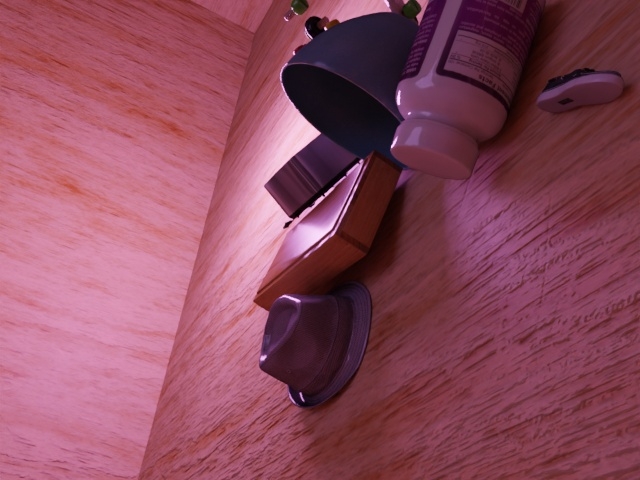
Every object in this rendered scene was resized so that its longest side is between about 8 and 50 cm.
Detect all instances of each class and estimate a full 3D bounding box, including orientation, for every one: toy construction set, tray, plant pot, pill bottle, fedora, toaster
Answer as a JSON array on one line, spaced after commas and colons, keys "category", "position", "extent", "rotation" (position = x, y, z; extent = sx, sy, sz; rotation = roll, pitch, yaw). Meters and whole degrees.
[{"category": "toy construction set", "position": [0.105, -0.390, 1.412], "extent": [0.237, 0.257, 0.309], "rotation": [-29, 61, 42]}, {"category": "tray", "position": [0.000, 0.000, 1.338], "extent": [0.411, 0.076, 0.203], "rotation": [-39, 22, 56]}, {"category": "plant pot", "position": [0.102, -0.292, 1.204], "extent": [0.195, 0.290, 0.290], "rotation": [-56, 17, -11]}, {"category": "pill bottle", "position": [0.211, -0.251, 0.993], "extent": [0.302, 0.169, 0.169], "rotation": [-69, 19, -6]}, {"category": "fedora", "position": [-0.031, 0.177, 1.227], "extent": [0.275, 0.124, 0.244], "rotation": [-36, 36, 56]}, {"category": "toaster", "position": [-0.023, -0.142, 1.485], "extent": [0.185, 0.110, 0.168], "rotation": [-44, 4, -33]}]

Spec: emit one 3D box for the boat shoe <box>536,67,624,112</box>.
[{"category": "boat shoe", "position": [0.319, -0.192, 0.825], "extent": [0.040, 0.049, 0.142], "rotation": [-69, 17, -6]}]
